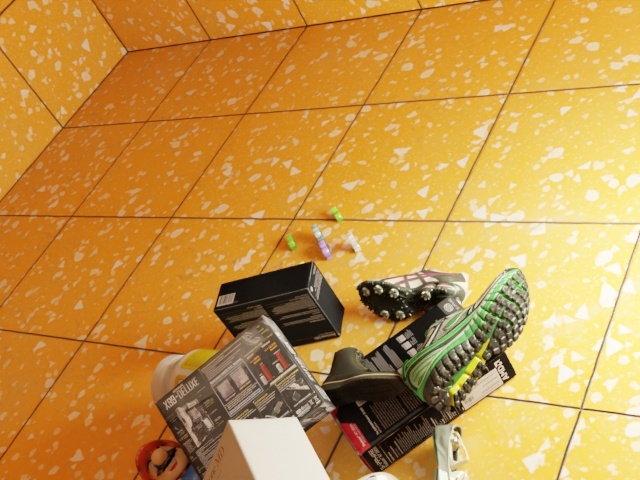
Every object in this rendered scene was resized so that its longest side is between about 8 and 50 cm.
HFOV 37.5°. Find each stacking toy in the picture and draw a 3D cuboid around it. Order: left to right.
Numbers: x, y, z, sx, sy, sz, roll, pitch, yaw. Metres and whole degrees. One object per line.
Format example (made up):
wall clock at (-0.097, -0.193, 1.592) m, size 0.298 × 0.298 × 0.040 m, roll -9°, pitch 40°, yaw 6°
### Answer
stacking toy at (0.000, 0.000, 2.532) m, size 0.167 × 0.052 × 0.221 m, roll -30°, pitch 36°, yaw 2°

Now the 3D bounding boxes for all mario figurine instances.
mario figurine at (-0.292, 0.513, 2.049) m, size 0.321 × 0.170 × 0.198 m, roll 15°, pitch 22°, yaw 36°

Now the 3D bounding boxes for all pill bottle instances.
pill bottle at (-0.228, 0.349, 2.183) m, size 0.334 × 0.188 × 0.188 m, roll 2°, pitch 48°, yaw 37°

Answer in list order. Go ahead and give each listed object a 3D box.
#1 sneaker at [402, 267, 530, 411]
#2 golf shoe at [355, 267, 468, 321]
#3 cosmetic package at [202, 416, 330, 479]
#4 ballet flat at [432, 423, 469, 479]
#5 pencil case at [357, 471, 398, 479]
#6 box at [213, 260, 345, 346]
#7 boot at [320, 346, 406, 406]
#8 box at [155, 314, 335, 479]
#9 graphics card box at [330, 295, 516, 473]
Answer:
sneaker at (0.291, 0.176, 1.898) m, size 0.343 × 0.134 × 0.146 m, roll -44°, pitch 39°, yaw -16°
golf shoe at (0.219, 0.122, 2.216) m, size 0.273 × 0.105 × 0.120 m, roll 2°, pitch 30°, yaw 31°
cosmetic package at (-0.059, 0.560, 1.703) m, size 0.453 × 0.161 × 0.230 m, roll 55°, pitch 131°, yaw 46°
ballet flat at (0.254, 0.443, 1.824) m, size 0.068 × 0.072 × 0.213 m, roll -14°, pitch 39°, yaw 16°
pencil case at (0.180, 0.571, 1.634) m, size 0.410 × 0.183 × 0.160 m, roll 35°, pitch 97°, yaw 51°
box at (-0.099, 0.169, 2.299) m, size 0.261 × 0.184 × 0.103 m, roll -14°, pitch 38°, yaw 23°
boot at (0.093, 0.269, 1.988) m, size 0.198 × 0.077 × 0.137 m, roll -11°, pitch 36°, yaw 26°
box at (-0.162, 0.346, 1.969) m, size 0.307 × 0.076 × 0.242 m, roll -40°, pitch 63°, yaw 3°
graphics card box at (0.200, 0.301, 2.007) m, size 0.371 × 0.094 × 0.233 m, roll -36°, pitch 36°, yaw -3°
